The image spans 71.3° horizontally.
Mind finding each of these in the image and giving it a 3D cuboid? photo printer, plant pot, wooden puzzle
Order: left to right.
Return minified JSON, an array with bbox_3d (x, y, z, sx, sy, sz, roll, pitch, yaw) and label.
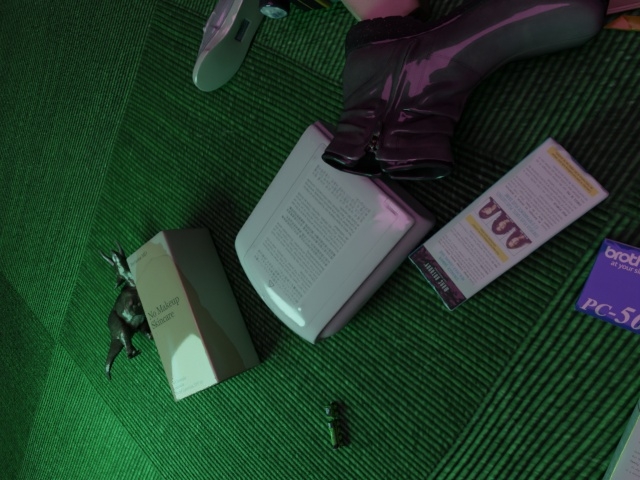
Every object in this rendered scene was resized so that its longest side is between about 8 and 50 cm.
[{"bbox_3d":[0.000,0.000,0.739,0.256,0.107,0.307,47,116,22],"label":"photo printer"},{"bbox_3d":[0.103,-0.357,0.661,0.109,0.109,0.096,-29,89,31],"label":"plant pot"},{"bbox_3d":[0.369,-0.311,0.543,0.079,0.014,0.116,9,98,27],"label":"wooden puzzle"}]

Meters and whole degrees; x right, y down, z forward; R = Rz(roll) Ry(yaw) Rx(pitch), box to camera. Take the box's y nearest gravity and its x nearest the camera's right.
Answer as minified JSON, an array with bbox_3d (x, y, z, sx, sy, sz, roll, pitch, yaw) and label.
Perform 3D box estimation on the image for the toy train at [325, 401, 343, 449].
[{"bbox_3d":[0.024,0.331,0.793,0.017,0.024,0.083,-12,86,32],"label":"toy train"}]

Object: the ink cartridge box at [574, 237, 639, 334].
[{"bbox_3d":[0.422,0.076,0.512,0.207,0.046,0.097,24,104,29],"label":"ink cartridge box"}]

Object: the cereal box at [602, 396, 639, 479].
[{"bbox_3d":[0.445,0.267,0.507,0.173,0.047,0.240,22,104,29],"label":"cereal box"}]

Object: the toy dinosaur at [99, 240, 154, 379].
[{"bbox_3d":[-0.440,0.173,1.045,0.160,0.121,0.313,31,114,40],"label":"toy dinosaur"}]

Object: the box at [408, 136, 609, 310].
[{"bbox_3d":[0.247,-0.016,0.609,0.244,0.060,0.100,-44,70,26],"label":"box"}]

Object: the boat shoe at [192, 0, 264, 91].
[{"bbox_3d":[-0.182,-0.398,0.858,0.227,0.079,0.081,-53,57,18],"label":"boat shoe"}]

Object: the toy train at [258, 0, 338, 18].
[{"bbox_3d":[-0.022,-0.528,0.698,0.190,0.142,0.333,12,98,34],"label":"toy train"}]

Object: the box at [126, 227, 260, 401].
[{"bbox_3d":[-0.260,0.142,0.904,0.148,0.121,0.310,-33,76,30],"label":"box"}]

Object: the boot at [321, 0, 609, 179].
[{"bbox_3d":[0.173,-0.183,0.575,0.339,0.118,0.222,-1,74,32],"label":"boot"}]
